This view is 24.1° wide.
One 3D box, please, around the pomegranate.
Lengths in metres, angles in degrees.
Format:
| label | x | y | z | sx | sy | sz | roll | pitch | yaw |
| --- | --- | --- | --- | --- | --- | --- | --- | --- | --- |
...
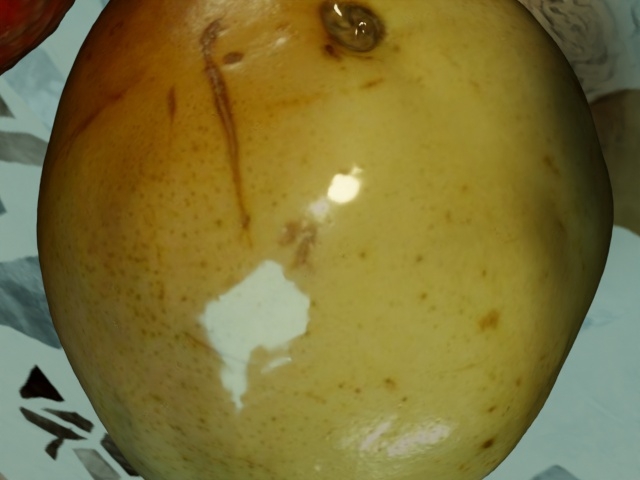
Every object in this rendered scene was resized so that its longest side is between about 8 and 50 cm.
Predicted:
| label | x | y | z | sx | sy | sz | roll | pitch | yaw |
| --- | --- | --- | --- | --- | --- | --- | --- | --- | --- |
| pomegranate | 0.000 | 0.000 | 0.763 | 0.319 | 0.319 | 0.319 | 18 | 141 | 16 |

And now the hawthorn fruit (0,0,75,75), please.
| label | x | y | z | sx | sy | sz | roll | pitch | yaw |
| --- | --- | --- | --- | --- | --- | --- | --- | --- | --- |
| hawthorn fruit | -0.273 | -0.169 | 0.683 | 0.284 | 0.369 | 0.285 | 17 | 124 | 26 |
